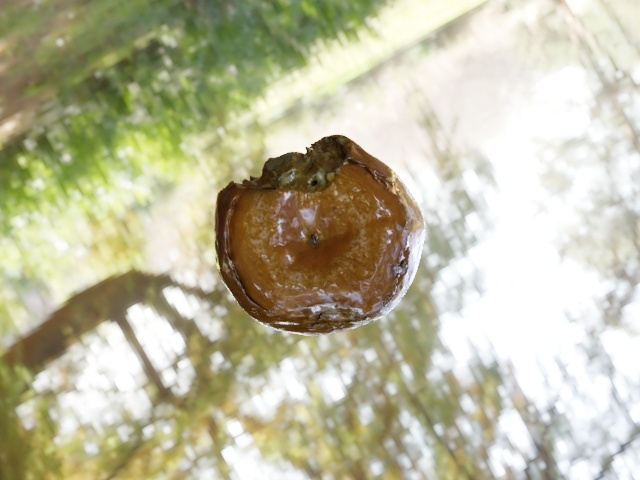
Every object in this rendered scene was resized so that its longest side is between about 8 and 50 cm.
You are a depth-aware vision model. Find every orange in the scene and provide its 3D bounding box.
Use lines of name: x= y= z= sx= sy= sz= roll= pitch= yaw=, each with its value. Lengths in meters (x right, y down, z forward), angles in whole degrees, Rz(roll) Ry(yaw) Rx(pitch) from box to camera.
orange: x=0.000 y=0.000 z=0.588 sx=0.086 sy=0.086 sz=0.062 roll=-28 pitch=180 yaw=5
